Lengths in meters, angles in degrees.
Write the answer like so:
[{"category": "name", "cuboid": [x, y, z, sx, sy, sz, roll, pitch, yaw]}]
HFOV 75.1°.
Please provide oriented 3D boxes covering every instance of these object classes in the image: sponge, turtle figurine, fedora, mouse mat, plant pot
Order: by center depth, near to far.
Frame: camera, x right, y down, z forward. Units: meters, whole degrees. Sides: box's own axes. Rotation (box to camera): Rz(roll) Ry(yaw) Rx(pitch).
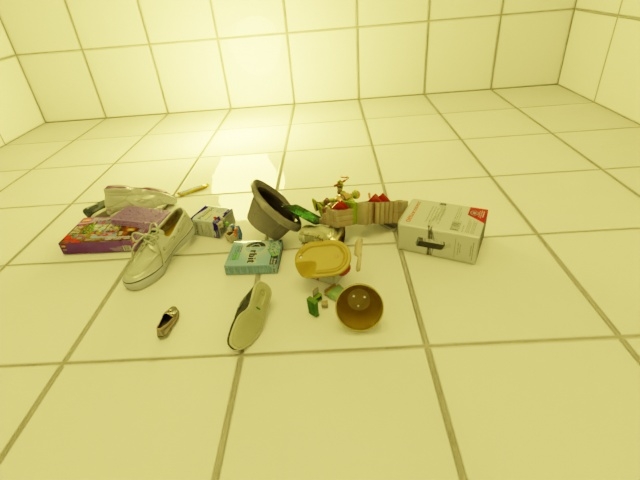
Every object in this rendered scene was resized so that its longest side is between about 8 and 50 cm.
[{"category": "plant pot", "cuboid": [0.110, 0.179, 1.187, 0.134, 0.135, 0.095, -3, 7, 4]}, {"category": "fedora", "cuboid": [-0.196, -0.099, 1.592, 0.124, 0.243, 0.276, -48, 48, 14]}, {"category": "mouse mat", "cuboid": [-0.058, -0.103, 1.620, 0.152, 0.007, 0.189, 29, 14, 10]}, {"category": "sponge", "cuboid": [-0.725, -0.093, 1.686, 0.209, 0.031, 0.117, 7, 33, 13]}, {"category": "turtle figurine", "cuboid": [0.078, -0.175, 1.753, 0.217, 0.087, 0.270, -20, 44, -13]}]

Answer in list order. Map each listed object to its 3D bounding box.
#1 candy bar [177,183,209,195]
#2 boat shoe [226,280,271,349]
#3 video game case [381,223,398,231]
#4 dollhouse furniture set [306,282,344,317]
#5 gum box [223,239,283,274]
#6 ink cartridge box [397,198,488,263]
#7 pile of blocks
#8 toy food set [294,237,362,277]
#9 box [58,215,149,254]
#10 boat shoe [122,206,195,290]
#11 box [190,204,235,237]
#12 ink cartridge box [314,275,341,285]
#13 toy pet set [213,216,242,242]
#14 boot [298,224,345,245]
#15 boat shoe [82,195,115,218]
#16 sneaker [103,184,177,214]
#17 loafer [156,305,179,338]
[{"category": "candy bar", "cuboid": [-0.618, -0.246, 2.023, 0.161, 0.018, 0.040, -23, 37, -27]}, {"category": "boat shoe", "cuboid": [-0.212, 0.225, 1.211, 0.079, 0.084, 0.233, -31, 25, 36]}, {"category": "video game case", "cuboid": [0.299, -0.077, 1.643, 0.121, 0.011, 0.087, -26, 38, -28]}, {"category": "dollhouse furniture set", "cuboid": [0.023, 0.166, 1.264, 0.151, 0.059, 0.076, -31, 41, -33]}, {"category": "gum box", "cuboid": [-0.233, 0.057, 1.482, 0.184, 0.041, 0.157, -1, 33, 4]}, {"category": "ink cartridge box", "cuboid": [0.430, -0.040, 1.473, 0.272, 0.114, 0.197, 13, 38, 24]}, {"category": "pile of blocks", "cuboid": [0.175, -0.124, 1.574, 0.361, 0.113, 0.149, -4, 14, -16]}, {"category": "toy food set", "cuboid": [0.031, 0.069, 1.319, 0.217, 0.071, 0.128, -5, 60, 8]}, {"category": "box", "cuboid": [-0.859, -0.027, 1.682, 0.292, 0.057, 0.201, -3, 32, 3]}, {"category": "boat shoe", "cuboid": [-0.586, 0.004, 1.485, 0.135, 0.157, 0.367, 11, 44, 22]}, {"category": "box", "cuboid": [-0.438, -0.078, 1.690, 0.137, 0.072, 0.126, 7, 34, 19]}, {"category": "ink cartridge box", "cuboid": [0.015, 0.092, 1.384, 0.122, 0.052, 0.088, 14, 39, 29]}, {"category": "toy pet set", "cuboid": [-0.334, -0.048, 1.592, 0.122, 0.114, 0.065, 24, 52, 36]}, {"category": "boot", "cuboid": [0.000, 0.000, 1.505, 0.164, 0.077, 0.213, 2, 27, 10]}, {"category": "boat shoe", "cuboid": [-0.932, -0.167, 1.867, 0.079, 0.095, 0.254, 44, 55, 6]}, {"category": "sneaker", "cuboid": [-0.797, -0.164, 1.851, 0.304, 0.152, 0.114, 1, 10, -34]}, {"category": "loafer", "cuboid": [-0.455, 0.235, 1.239, 0.045, 0.039, 0.125, -3, 33, 4]}]
